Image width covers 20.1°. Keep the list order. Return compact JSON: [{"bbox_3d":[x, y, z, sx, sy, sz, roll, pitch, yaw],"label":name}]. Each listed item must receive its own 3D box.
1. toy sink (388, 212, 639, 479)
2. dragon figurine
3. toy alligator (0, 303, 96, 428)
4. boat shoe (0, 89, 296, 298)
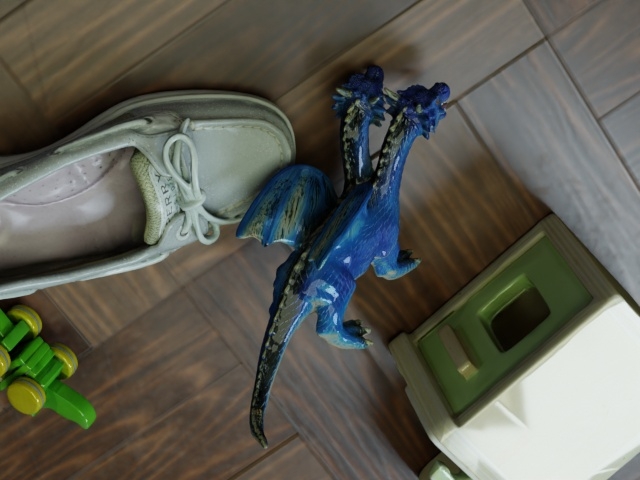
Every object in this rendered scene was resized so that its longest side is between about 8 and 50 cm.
[{"bbox_3d":[0.146,0.117,1.387,0.234,0.153,0.131,-41,116,9],"label":"toy sink"},{"bbox_3d":[0.000,0.000,1.284,0.289,0.085,0.144,-50,143,-30],"label":"dragon figurine"},{"bbox_3d":[-0.242,0.073,1.336,0.190,0.056,0.051,48,132,-9],"label":"toy alligator"},{"bbox_3d":[-0.160,-0.023,1.269,0.320,0.103,0.118,-13,117,-18],"label":"boat shoe"}]
